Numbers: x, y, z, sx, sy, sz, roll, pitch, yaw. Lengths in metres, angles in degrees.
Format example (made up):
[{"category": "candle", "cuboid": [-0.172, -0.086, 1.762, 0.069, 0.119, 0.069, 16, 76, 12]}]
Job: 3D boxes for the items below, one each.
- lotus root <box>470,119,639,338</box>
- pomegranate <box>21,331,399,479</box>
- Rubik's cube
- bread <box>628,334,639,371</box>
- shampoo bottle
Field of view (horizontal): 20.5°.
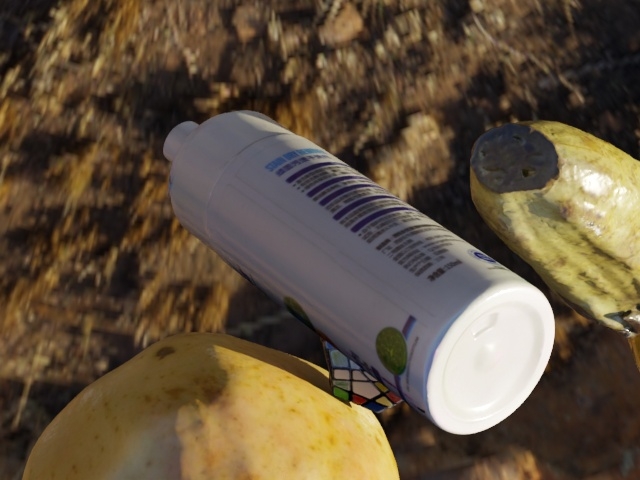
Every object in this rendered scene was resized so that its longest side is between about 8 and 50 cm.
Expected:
[{"category": "lotus root", "cuboid": [0.173, -0.014, 1.125, 0.110, 0.097, 0.258, -7, 156, 26]}, {"category": "pomegranate", "cuboid": [-0.097, 0.224, 1.500, 0.342, 0.342, 0.342, -1, 111, -2]}, {"category": "Rubik's cube", "cuboid": [0.048, 0.085, 1.445, 0.111, 0.093, 0.111, 11, 144, 8]}, {"category": "bread", "cuboid": [0.274, 0.044, 1.337, 0.085, 0.173, 0.134, 10, 107, 5]}, {"category": "shampoo bottle", "cuboid": [0.000, 0.000, 1.015, 0.092, 0.303, 0.092, -21, 127, -31]}]
